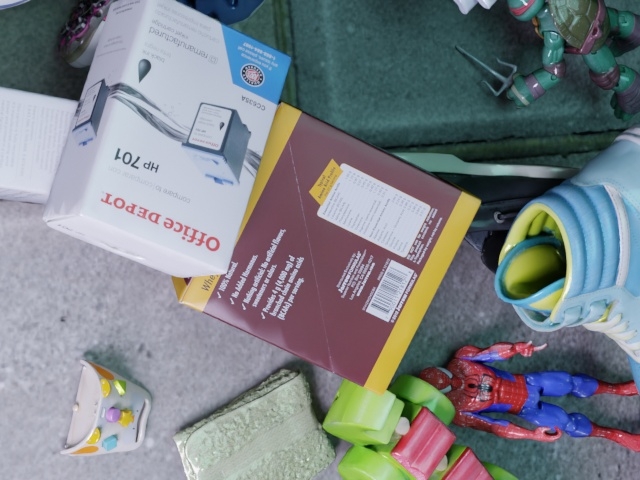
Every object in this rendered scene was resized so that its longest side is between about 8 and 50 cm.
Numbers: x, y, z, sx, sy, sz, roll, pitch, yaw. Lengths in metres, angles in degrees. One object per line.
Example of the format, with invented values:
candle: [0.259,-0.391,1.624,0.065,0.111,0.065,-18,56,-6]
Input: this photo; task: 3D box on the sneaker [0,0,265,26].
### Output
sneaker: [-0.179,-0.275,1.352,0.315,0.182,0.127,3,62,-12]

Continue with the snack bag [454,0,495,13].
snack bag: [0.152,-0.433,1.572,0.323,0.037,0.342,-44,113,-32]

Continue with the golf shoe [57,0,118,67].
golf shoe: [-0.149,-0.207,1.480,0.186,0.067,0.086,-49,114,-22]

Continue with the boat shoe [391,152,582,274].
boat shoe: [0.164,-0.021,1.634,0.340,0.127,0.113,3,89,-29]

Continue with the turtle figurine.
turtle figurine: [0.238,-0.213,1.693,0.234,0.118,0.175,21,78,-35]

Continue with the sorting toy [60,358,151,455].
sorting toy: [-0.179,0.152,1.479,0.075,0.045,0.083,20,79,-49]

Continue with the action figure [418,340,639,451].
action figure: [0.232,0.155,1.671,0.280,0.139,0.091,11,82,-28]

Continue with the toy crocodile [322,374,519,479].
toy crocodile: [0.123,0.236,1.612,0.340,0.105,0.115,48,67,-26]

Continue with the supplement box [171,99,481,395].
supplement box: [0.000,0.000,1.474,0.194,0.129,0.191,26,94,-11]

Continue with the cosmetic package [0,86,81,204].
cosmetic package: [-0.212,-0.070,1.413,0.231,0.117,0.085,10,84,-29]

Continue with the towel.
towel: [-0.058,0.193,1.553,0.148,0.027,0.110,-29,105,-28]

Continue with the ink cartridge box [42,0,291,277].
ink cartridge box: [-0.121,-0.082,1.354,0.139,0.082,0.191,22,75,-29]

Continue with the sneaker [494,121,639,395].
sneaker: [0.262,0.063,1.596,0.208,0.127,0.319,-27,121,-22]
